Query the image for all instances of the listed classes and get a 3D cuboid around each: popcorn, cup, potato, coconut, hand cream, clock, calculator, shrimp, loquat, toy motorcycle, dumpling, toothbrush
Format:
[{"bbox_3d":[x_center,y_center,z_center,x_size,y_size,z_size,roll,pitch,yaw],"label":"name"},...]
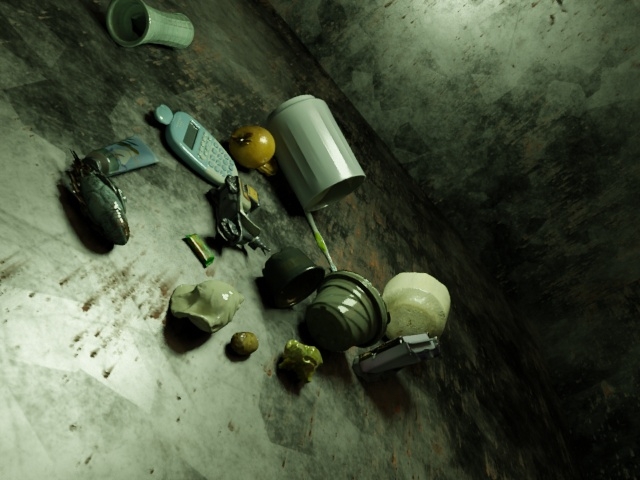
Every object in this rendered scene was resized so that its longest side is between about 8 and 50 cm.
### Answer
[{"bbox_3d":[-0.045,0.283,1.340,0.097,0.089,0.109,26,-2,31],"label":"popcorn"},{"bbox_3d":[-0.033,-0.278,1.906,0.327,0.237,0.323,61,-19,11],"label":"cup"},{"bbox_3d":[-0.167,0.226,1.237,0.083,0.040,0.051,22,61,-59],"label":"potato"},{"bbox_3d":[0.316,0.226,1.905,0.237,0.237,0.266,53,28,-2],"label":"coconut"},{"bbox_3d":[-0.448,-0.190,1.272,0.091,0.058,0.271,45,20,-5],"label":"hand cream"},{"bbox_3d":[0.226,0.338,1.640,0.253,0.186,0.083,9,54,-58],"label":"clock"},{"bbox_3d":[-0.344,-0.262,1.574,0.303,0.042,0.188,41,27,-28],"label":"calculator"},{"bbox_3d":[-0.440,-0.092,1.118,0.090,0.079,0.233,-27,78,-28],"label":"shrimp"},{"bbox_3d":[-0.213,-0.290,1.748,0.141,0.141,0.141,42,26,-26],"label":"loquat"},{"bbox_3d":[-0.215,-0.068,1.490,0.157,0.091,0.263,40,24,-39],"label":"toy motorcycle"},{"bbox_3d":[-0.244,0.129,1.187,0.134,0.100,0.169,20,40,14],"label":"dumpling"},{"bbox_3d":[0.000,0.000,1.883,0.026,0.022,0.263,34,28,-62],"label":"toothbrush"}]

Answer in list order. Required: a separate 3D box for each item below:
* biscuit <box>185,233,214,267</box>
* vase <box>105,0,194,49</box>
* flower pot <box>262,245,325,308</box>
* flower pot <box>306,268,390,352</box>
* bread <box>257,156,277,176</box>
[{"bbox_3d":[-0.283,0.019,1.333,0.089,0.016,0.046,53,24,-1],"label":"biscuit"},{"bbox_3d":[-0.499,-0.646,1.703,0.143,0.143,0.299,53,20,-2],"label":"vase"},{"bbox_3d":[-0.079,0.088,1.473,0.107,0.157,0.157,51,20,27],"label":"flower pot"},{"bbox_3d":[0.052,0.206,1.502,0.140,0.235,0.235,-33,87,-44],"label":"flower pot"},{"bbox_3d":[-0.187,-0.256,1.855,0.111,0.044,0.083,34,33,-36],"label":"bread"}]
